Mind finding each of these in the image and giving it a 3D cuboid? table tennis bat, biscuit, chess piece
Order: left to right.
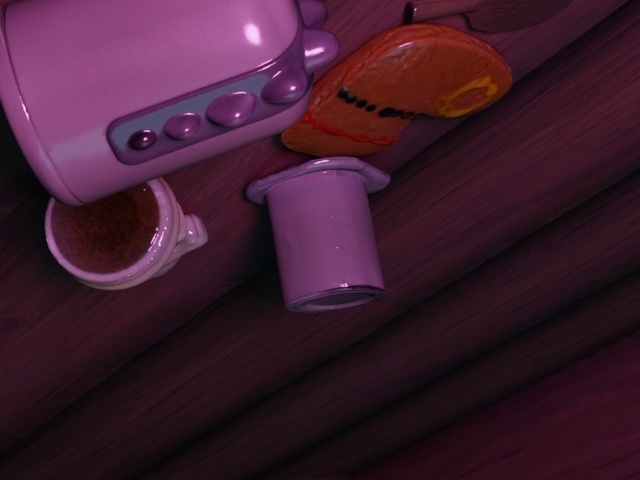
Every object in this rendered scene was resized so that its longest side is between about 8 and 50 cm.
[{"bbox_3d":[-0.254,-0.001,1.393,0.175,0.176,0.298,-18,169,0],"label":"chess piece"},{"bbox_3d":[0.106,-0.178,1.344,0.277,0.052,0.262,-33,151,30],"label":"biscuit"},{"bbox_3d":[0.214,-0.293,1.221,0.234,0.022,0.131,-12,156,-18],"label":"table tennis bat"}]

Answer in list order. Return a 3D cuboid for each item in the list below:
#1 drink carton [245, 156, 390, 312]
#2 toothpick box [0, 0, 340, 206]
[{"bbox_3d":[0.000,0.000,1.454,0.185,0.190,0.191,-12,164,25],"label":"drink carton"},{"bbox_3d":[-0.141,-0.169,0.989,0.316,0.229,0.229,-18,156,1],"label":"toothpick box"}]
